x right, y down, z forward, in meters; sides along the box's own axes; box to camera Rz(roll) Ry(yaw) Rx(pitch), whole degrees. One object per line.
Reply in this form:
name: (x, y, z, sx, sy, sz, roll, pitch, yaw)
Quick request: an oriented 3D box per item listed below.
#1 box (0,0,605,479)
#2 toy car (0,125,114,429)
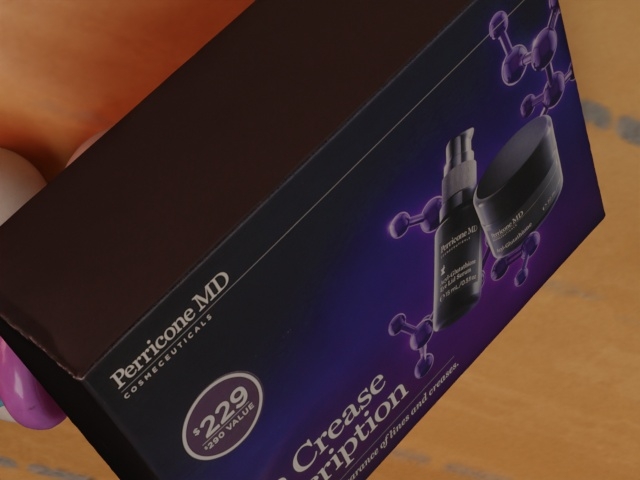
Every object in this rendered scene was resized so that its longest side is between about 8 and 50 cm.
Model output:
box: (0.000, 0.000, 0.559, 0.261, 0.103, 0.184, -45, 136, -18)
toy car: (-0.128, 0.037, 0.640, 0.182, 0.136, 0.159, -7, 123, 1)
